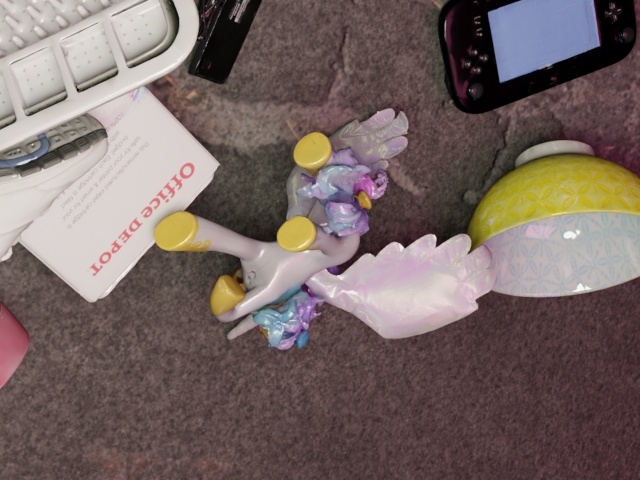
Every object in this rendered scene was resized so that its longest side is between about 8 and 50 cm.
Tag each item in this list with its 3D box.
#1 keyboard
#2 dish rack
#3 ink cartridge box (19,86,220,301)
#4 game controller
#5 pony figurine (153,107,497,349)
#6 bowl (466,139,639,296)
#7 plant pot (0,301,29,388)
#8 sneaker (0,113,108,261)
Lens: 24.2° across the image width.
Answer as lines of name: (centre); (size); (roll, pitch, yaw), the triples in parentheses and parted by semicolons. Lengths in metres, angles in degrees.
keyboard: (-0.114, -0.287, 1.795); (0.100, 0.038, 0.192); (13, 103, -60)
dish rack: (-0.285, -0.261, 1.510); (0.286, 0.332, 0.072); (-25, 163, 6)
ink cartridge box: (-0.300, -0.113, 1.678); (0.226, 0.131, 0.306); (-47, 128, -7)
game controller: (0.297, -0.288, 2.032); (0.319, 0.067, 0.166); (-22, 121, -24)
pony figurine: (0.000, 0.000, 1.827); (0.351, 0.302, 0.363); (-31, 159, 2)
bowl: (0.338, -0.046, 2.087); (0.289, 0.289, 0.156); (17, 57, -37)
plant pot: (-0.453, 0.103, 1.646); (0.201, 0.201, 0.180); (-40, 111, -12)
sneaker: (-0.350, -0.037, 1.554); (0.297, 0.111, 0.129); (-31, 140, -12)
